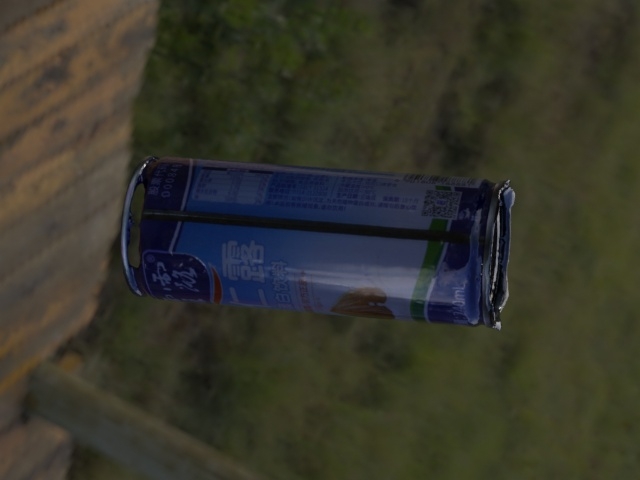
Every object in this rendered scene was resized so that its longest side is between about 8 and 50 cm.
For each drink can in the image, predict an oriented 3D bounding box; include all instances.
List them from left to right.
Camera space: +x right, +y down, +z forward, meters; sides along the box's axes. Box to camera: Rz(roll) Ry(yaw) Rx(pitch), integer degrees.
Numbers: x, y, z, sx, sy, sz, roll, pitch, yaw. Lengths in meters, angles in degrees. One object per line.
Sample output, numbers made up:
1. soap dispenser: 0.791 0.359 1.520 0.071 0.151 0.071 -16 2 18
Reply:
1. drink can: 0.000 0.000 1.047 0.097 0.235 0.097 4 90 -78
